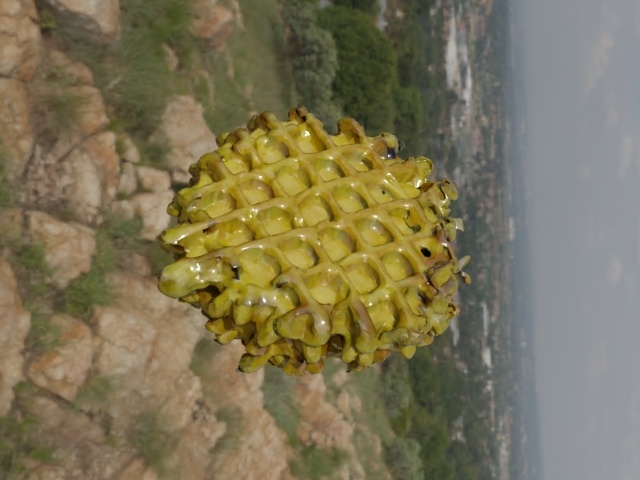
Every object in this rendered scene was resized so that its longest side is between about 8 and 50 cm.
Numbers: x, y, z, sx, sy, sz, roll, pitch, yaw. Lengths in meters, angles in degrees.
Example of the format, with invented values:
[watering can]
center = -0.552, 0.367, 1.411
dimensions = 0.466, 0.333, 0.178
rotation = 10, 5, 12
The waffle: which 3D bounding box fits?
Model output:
[waffle]
center = 0.000, 0.000, 0.514
dimensions = 0.070, 0.197, 0.193
rotation = 106, -9, -49
